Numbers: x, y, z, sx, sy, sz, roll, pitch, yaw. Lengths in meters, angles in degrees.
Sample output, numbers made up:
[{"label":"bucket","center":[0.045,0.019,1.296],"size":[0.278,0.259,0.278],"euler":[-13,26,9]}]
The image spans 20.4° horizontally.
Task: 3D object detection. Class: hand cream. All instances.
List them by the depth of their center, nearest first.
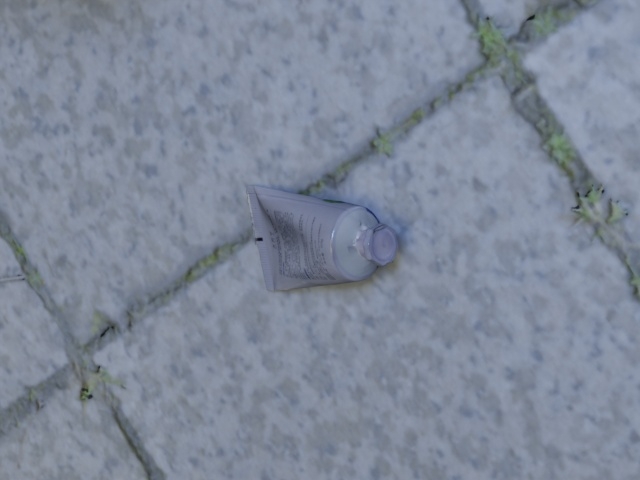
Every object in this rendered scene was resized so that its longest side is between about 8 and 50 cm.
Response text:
[{"label":"hand cream","center":[0.000,0.000,1.311],"size":[0.142,0.053,0.084],"euler":[3,107,50]}]
